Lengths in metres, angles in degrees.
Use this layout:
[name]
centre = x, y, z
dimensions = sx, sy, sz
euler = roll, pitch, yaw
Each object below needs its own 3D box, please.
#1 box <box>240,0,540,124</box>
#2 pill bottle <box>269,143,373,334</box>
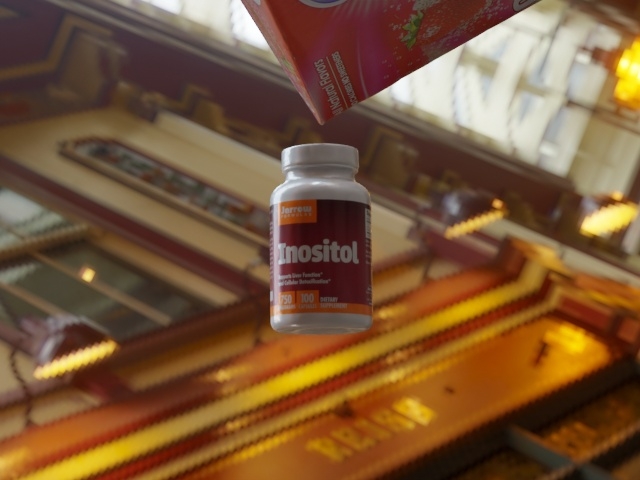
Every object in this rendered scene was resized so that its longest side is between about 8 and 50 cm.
[box]
centre = 0.003, -0.169, 0.680
dimensions = 0.128, 0.123, 0.257
euler = -30, -23, -1
[pill bottle]
centre = 0.000, 0.000, 1.424
dimensions = 0.086, 0.086, 0.152
euler = 14, -107, -60
